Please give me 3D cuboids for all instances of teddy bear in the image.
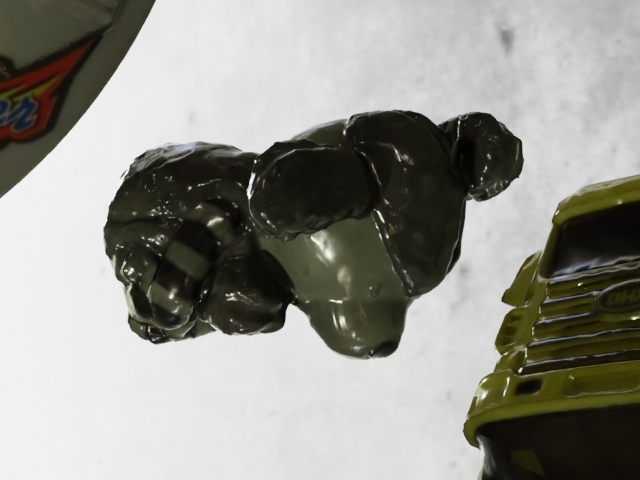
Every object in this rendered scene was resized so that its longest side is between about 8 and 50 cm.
[{"bbox_3d":[-0.018,0.002,0.844,0.251,0.171,0.144,-8,87,36],"label":"teddy bear"}]

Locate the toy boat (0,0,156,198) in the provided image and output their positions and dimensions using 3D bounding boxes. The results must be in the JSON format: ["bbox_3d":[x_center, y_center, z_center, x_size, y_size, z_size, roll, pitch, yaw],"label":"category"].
[{"bbox_3d":[-0.106,-0.132,0.527,0.088,0.129,0.295,27,97,63],"label":"toy boat"}]

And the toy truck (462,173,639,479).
[{"bbox_3d":[0.251,0.127,0.720,0.180,0.405,0.254,-14,43,38],"label":"toy truck"}]
